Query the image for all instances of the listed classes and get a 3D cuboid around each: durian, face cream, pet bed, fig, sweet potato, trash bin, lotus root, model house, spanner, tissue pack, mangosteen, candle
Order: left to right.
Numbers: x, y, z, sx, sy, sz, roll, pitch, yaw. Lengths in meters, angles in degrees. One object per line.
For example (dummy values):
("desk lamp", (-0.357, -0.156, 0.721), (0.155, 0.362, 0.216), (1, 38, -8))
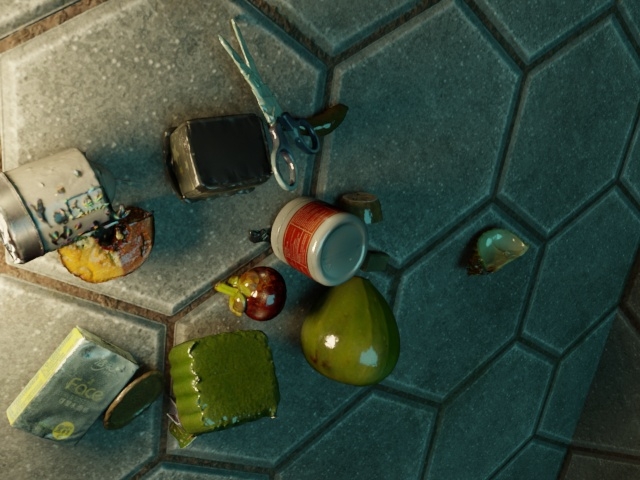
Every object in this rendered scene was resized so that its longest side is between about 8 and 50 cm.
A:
("candle", (-0.506, -0.087, 1.365), (0.330, 0.187, 0.187), (-27, 128, -28))
("tissue pack", (-0.583, 0.347, 1.607), (0.257, 0.081, 0.185), (-51, 135, -3))
("model house", (-0.350, 0.458, 1.840), (0.167, 0.117, 0.088), (-38, 128, -14))
("pet bed", (-0.237, -0.187, 1.559), (0.211, 0.159, 0.183), (-16, 94, -34))
("mangosteen", (-0.176, 0.144, 1.785), (0.181, 0.146, 0.155), (-2, 117, -39))
("spanner", (-0.119, 0.009, 1.853), (0.208, 0.012, 0.046), (25, 97, -45))
("sweet potato", (-0.017, -0.297, 1.740), (0.250, 0.059, 0.069), (-20, 105, -26))
("face cream", (0.000, 0.000, 1.811), (0.201, 0.187, 0.201), (-19, 121, -36))
("fig", (0.091, 0.259, 1.981), (0.316, 0.316, 0.316), (-19, 124, -31))
("lotus root", (0.115, -0.086, 1.923), (0.122, 0.112, 0.081), (-12, 114, -34))
("trash bin", (0.164, 0.064, 2.097), (0.092, 0.043, 0.060), (2, 111, -44))
("durian", (0.607, 0.042, 2.384), (0.252, 0.139, 0.144), (-23, 121, -28))

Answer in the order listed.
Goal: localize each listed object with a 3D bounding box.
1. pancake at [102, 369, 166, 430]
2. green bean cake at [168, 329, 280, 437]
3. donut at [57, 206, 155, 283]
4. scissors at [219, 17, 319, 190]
("pancake", (-0.470, 0.407, 1.728), (0.199, 0.021, 0.199), (-41, 158, -21))
("green bean cake", (-0.250, 0.366, 1.781), (0.250, 0.156, 0.246), (-6, 78, -39))
("donut", (-0.477, 0.010, 1.507), (0.217, 0.085, 0.141), (-20, 125, -29))
("scissors", (-0.121, -0.321, 1.558), (0.383, 0.029, 0.256), (60, 32, -23))
